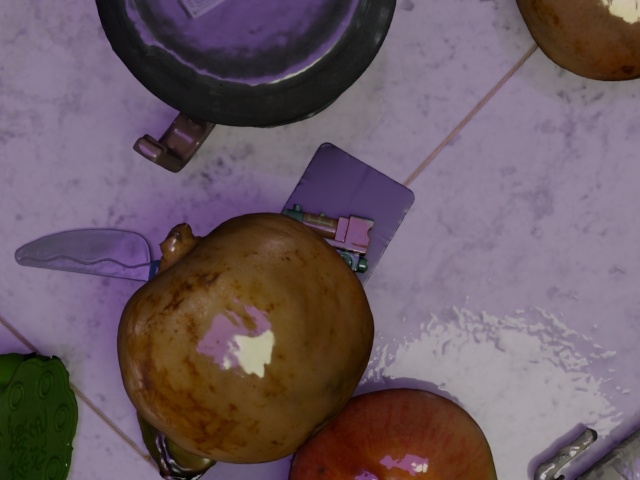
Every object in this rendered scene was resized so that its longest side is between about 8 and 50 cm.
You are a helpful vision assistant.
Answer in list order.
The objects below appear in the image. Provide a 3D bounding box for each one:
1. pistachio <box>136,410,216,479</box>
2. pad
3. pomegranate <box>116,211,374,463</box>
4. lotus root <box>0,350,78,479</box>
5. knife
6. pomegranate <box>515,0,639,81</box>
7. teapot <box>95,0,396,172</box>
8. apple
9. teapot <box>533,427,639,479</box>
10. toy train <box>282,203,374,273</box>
[{"bbox_3d":[-0.139,0.155,1.538,0.090,0.049,0.172,11,79,-19],"label":"pistachio"},{"bbox_3d":[0.012,-0.007,1.561,0.112,0.003,0.157,31,89,3],"label":"pad"},{"bbox_3d":[-0.070,0.085,1.421,0.248,0.248,0.248,0,88,2],"label":"pomegranate"},{"bbox_3d":[-0.350,0.184,1.500,0.186,0.186,0.186,0,88,2],"label":"lotus root"},{"bbox_3d":[-0.188,0.021,1.558,0.244,0.032,0.058,12,93,6],"label":"knife"},{"bbox_3d":[0.287,-0.246,1.462,0.207,0.207,0.207,0,88,2],"label":"pomegranate"},{"bbox_3d":[-0.069,-0.196,1.400,0.253,0.344,0.300,36,90,4],"label":"teapot"},{"bbox_3d":[0.070,0.240,1.472,0.209,0.164,0.209,0,91,3],"label":"apple"},{"bbox_3d":[0.302,0.217,1.510,0.200,0.077,0.107,-39,84,0],"label":"teapot"},{"bbox_3d":[0.000,0.000,1.539,0.103,0.044,0.064,12,86,0],"label":"toy train"}]
